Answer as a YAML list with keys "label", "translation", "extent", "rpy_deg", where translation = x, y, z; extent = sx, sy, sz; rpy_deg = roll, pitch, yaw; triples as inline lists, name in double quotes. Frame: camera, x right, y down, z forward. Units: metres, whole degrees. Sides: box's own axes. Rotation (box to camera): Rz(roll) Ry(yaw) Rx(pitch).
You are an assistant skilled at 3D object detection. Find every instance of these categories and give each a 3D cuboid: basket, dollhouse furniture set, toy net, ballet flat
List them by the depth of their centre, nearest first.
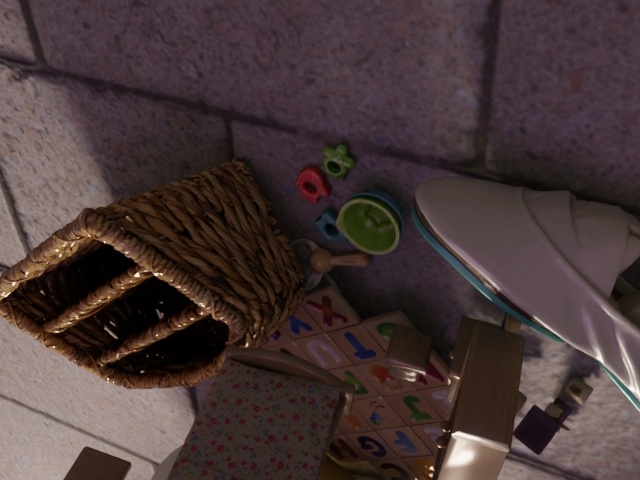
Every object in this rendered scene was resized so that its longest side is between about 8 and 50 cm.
- label: "ballet flat"
  translation: [0.262, 0.049, 0.711]
  extent: [0.400, 0.139, 0.139]
  rpy_deg: [40, 138, -9]
- label: "dollhouse furniture set"
  translation: [-0.010, 0.125, 0.746]
  extent: [0.355, 0.303, 0.174]
  rpy_deg: [15, 133, 9]
- label: "toy net"
  translation: [0.000, 0.000, 0.883]
  extent: [0.122, 0.045, 0.232]
  rpy_deg: [38, 138, -2]
- label: "dollhouse furniture set"
  translation: [0.234, 0.169, 0.905]
  extent: [0.114, 0.091, 0.081]
  rpy_deg: [38, -175, 32]
- label: "basket"
  translation: [-0.193, 0.074, 0.910]
  extent: [0.299, 0.223, 0.214]
  rpy_deg: [-26, 92, 44]

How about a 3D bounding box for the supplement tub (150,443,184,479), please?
- label: "supplement tub"
  translation: [-0.138, 0.456, 1.269]
  extent: [0.191, 0.191, 0.272]
  rpy_deg: [2, 128, 32]

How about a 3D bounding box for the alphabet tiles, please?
- label: "alphabet tiles"
  translation: [0.056, 0.194, 1.004]
  extent: [0.285, 0.011, 0.342]
  rpy_deg: [-20, 119, 42]

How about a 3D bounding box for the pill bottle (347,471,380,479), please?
- label: "pill bottle"
  translation: [0.036, 0.381, 1.153]
  extent: [0.184, 0.103, 0.103]
  rpy_deg: [0, 127, 34]

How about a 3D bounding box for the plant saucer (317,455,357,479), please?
- label: "plant saucer"
  translation: [-0.066, 0.421, 1.031]
  extent: [0.332, 0.333, 0.081]
  rpy_deg: [32, 160, 31]
